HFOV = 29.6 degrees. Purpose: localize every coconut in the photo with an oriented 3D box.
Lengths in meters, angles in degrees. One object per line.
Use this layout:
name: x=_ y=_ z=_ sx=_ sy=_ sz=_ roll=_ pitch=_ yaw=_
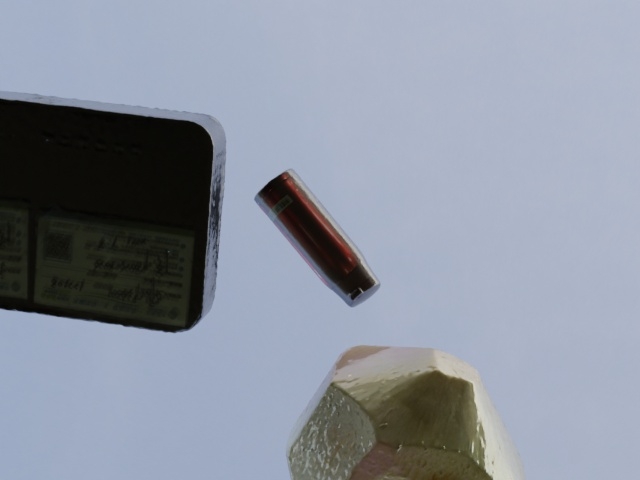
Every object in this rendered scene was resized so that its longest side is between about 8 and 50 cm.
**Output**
coconut: x=0.087 y=0.206 z=1.206 sx=0.237 sy=0.197 sz=0.236 roll=2 pitch=-66 yaw=5

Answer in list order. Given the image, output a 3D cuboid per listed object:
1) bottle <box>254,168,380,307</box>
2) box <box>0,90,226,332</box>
bottle: x=0.000 y=0.000 z=1.320 sx=0.060 sy=0.060 sz=0.164 roll=-39 pitch=-95 yaw=-5
box: x=-0.269 y=-0.033 z=1.156 sx=0.350 sy=0.058 sz=0.211 roll=8 pitch=-74 yaw=6
